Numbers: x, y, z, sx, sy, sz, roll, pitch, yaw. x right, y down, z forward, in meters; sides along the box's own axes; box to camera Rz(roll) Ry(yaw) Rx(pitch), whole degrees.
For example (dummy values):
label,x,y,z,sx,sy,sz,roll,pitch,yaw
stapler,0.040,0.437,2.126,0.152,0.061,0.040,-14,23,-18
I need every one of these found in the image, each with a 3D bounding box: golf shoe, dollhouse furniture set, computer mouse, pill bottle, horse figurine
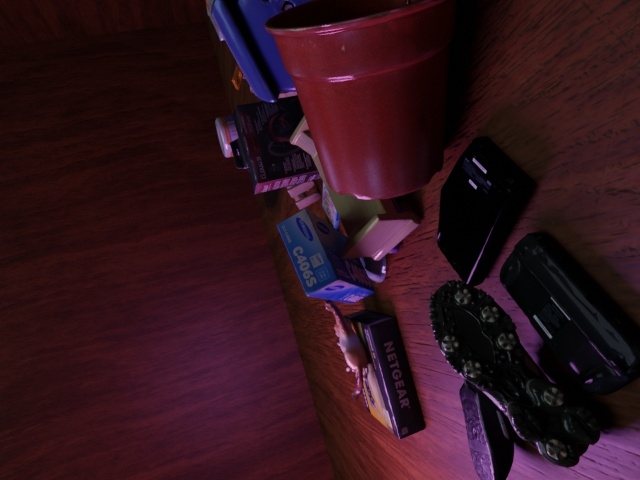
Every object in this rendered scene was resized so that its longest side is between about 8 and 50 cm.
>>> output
label,x,y,z,sx,sy,sz,roll,pitch,yaw
golf shoe,0.252,0.181,0.604,0.273,0.105,0.120,55,-176,23
dollhouse furniture set,-0.072,-0.276,1.465,0.212,0.161,0.242,65,-175,34
computer mouse,0.294,0.278,0.720,0.184,0.060,0.262,98,165,-66
pill bottle,-0.249,-0.417,1.622,0.152,0.272,0.152,165,90,-75
horse figurine,0.080,0.302,1.196,0.174,0.066,0.263,88,165,-59

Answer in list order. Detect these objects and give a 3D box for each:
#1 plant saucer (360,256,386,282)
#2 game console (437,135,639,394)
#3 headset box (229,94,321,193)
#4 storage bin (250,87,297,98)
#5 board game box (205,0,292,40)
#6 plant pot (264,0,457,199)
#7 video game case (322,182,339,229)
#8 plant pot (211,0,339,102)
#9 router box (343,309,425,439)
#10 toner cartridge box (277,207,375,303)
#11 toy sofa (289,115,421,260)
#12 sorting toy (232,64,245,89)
label,x,y,z,sx,sy,sz,roll,pitch,yaw
plant saucer,0.119,0.026,1.159,0.195,0.037,0.195,165,90,-75
game console,0.273,0.038,0.586,0.213,0.044,0.361,90,160,-50
headset box,-0.093,-0.263,1.150,0.110,0.293,0.218,145,109,-74
storage bin,-0.156,-0.533,1.459,0.260,0.123,0.262,98,153,-55
board game box,-0.116,-0.571,0.963,0.142,0.275,0.144,93,157,-51
plant pot,0.080,-0.225,0.656,0.272,0.272,0.265,-125,17,-53
video game case,0.034,-0.132,1.360,0.166,0.015,0.119,93,157,-50
plant pot,-0.065,-0.415,0.821,0.236,0.212,0.236,-91,-24,-54
router box,0.170,0.364,1.213,0.243,0.081,0.309,160,95,-75
toner cartridge box,0.028,0.051,0.984,0.165,0.075,0.348,64,-168,17
toy sofa,0.086,-0.144,0.956,0.150,0.177,0.363,-49,53,43
sorting toy,-0.265,-0.697,1.481,0.196,0.047,0.348,90,-166,-70
